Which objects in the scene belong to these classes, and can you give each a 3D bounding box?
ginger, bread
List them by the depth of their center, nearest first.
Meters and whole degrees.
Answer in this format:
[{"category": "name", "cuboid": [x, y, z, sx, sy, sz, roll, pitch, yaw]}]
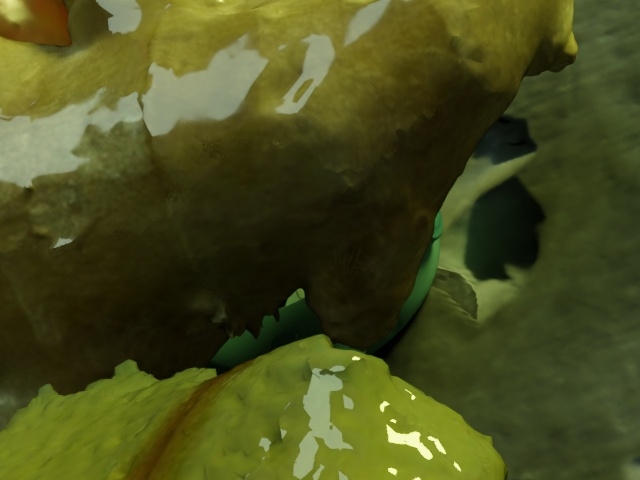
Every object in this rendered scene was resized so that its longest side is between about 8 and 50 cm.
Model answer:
[{"category": "bread", "cuboid": [-0.058, 0.220, 0.460, 0.233, 0.245, 0.362, 0, 40, 39]}, {"category": "ginger", "cuboid": [-0.090, 0.019, 0.622, 0.348, 0.122, 0.363, 0, 92, 9]}]

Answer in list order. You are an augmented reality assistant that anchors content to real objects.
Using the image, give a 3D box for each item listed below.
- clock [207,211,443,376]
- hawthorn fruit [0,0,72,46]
[{"category": "clock", "cuboid": [0.000, -0.001, 0.704, 0.108, 0.045, 0.147, 12, 61, 42]}, {"category": "hawthorn fruit", "cuboid": [-0.205, -0.039, 0.790, 0.251, 0.199, 0.199, 8, 59, 52]}]
